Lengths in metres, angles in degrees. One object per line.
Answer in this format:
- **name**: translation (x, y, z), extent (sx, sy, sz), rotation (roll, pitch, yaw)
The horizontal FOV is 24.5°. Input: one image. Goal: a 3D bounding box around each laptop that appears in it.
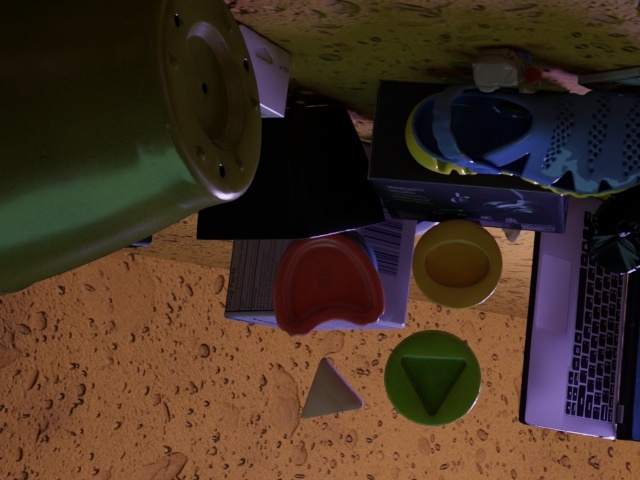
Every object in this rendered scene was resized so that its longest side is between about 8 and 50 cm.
- **laptop**: translation (0.536, 0.124, 2.321), extent (0.236, 0.382, 0.408), rotation (-3, 167, 44)

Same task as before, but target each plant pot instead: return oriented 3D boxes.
- **plant pot**: translation (-0.046, -0.093, 1.963), extent (0.187, 0.167, 0.188), rotation (-1, -172, 38)
- **plant pot**: translation (-0.264, -0.131, 1.556), extent (0.353, 0.366, 0.366), rotation (-11, 165, 21)

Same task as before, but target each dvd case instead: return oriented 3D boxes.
- **dvd case**: translation (0.370, -0.177, 1.721), extent (0.119, 0.013, 0.087), rotation (16, 167, -42)

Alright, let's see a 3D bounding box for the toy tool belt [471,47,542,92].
- **toy tool belt**: translation (0.215, -0.193, 1.651), extent (0.083, 0.052, 0.051), rotation (5, -154, 29)

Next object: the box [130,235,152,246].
- **box**: translation (-0.423, -0.102, 1.979), extent (0.293, 0.212, 0.395), rotation (6, 177, -28)

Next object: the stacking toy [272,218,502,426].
- **stacking toy**: translation (0.096, 0.106, 2.041), extent (0.309, 0.279, 0.130), rotation (0, -175, 6)

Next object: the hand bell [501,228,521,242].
- **hand bell**: translation (0.189, -0.094, 2.167), extent (0.242, 0.126, 0.126), rotation (19, 170, -3)

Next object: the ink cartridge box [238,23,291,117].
- **ink cartridge box**: translation (-0.151, -0.198, 1.745), extent (0.190, 0.082, 0.139), rotation (3, 171, 29)

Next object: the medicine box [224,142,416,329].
- **medicine box**: translation (0.000, 0.000, 2.293), extent (0.149, 0.263, 0.289), rotation (14, 169, -37)

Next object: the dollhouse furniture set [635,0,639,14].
- **dollhouse furniture set**: translation (0.373, -0.205, 1.397), extent (0.151, 0.059, 0.076), rotation (4, 170, 13)

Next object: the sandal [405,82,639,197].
- **sandal**: translation (0.249, -0.120, 1.698), extent (0.317, 0.126, 0.138), rotation (1, 173, 10)

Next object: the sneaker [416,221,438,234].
- **sneaker**: translation (0.128, -0.059, 2.391), extent (0.118, 0.110, 0.292), rotation (3, -178, -29)

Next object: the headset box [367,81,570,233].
- **headset box**: translation (0.201, -0.105, 1.917), extent (0.246, 0.131, 0.283), rotation (5, 171, 12)

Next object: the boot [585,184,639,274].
- **boot**: translation (0.385, -0.054, 1.829), extent (0.094, 0.207, 0.246), rotation (38, 163, -6)
